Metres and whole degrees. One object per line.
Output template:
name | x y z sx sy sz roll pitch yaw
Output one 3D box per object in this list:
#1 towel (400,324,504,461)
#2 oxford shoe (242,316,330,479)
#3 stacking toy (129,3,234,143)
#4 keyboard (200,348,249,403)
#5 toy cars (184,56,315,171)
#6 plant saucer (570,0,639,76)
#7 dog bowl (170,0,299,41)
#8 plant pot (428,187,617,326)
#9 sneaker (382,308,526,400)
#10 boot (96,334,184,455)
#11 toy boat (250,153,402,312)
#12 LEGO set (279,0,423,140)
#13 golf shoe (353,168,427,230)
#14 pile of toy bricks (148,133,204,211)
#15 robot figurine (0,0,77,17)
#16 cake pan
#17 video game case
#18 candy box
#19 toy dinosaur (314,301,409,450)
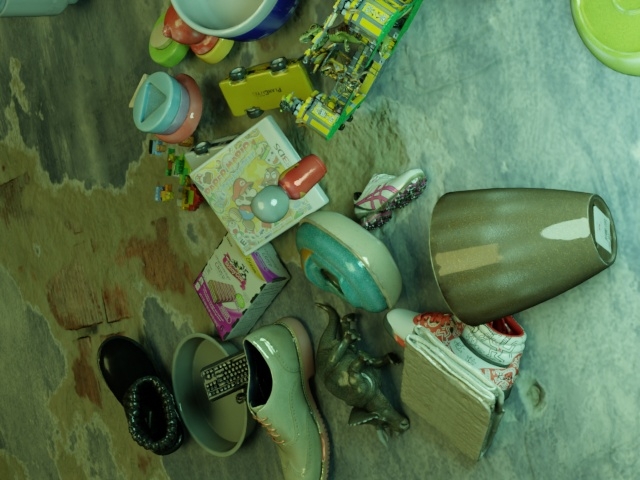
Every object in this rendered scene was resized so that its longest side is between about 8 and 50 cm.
towel | 0.215 0.258 1.687 0.187 0.049 0.282 39 157 21
oxford shoe | -0.086 0.365 2.088 0.140 0.146 0.397 -10 92 49
stacking toy | -0.340 -0.378 2.136 0.279 0.130 0.309 27 97 46
keyboard | -0.172 0.296 2.197 0.180 0.023 0.108 -26 77 16
toy cars | -0.137 -0.245 2.036 0.176 0.087 0.394 31 132 -4
plant saucer | 0.439 -0.347 1.395 0.241 0.037 0.241 15 110 47
dog bowl | -0.162 -0.516 1.926 0.265 0.104 0.265 1 91 30
plant pot | 0.317 0.006 1.520 0.230 0.215 0.215 -14 89 34
sneaker | 0.231 0.146 1.718 0.270 0.090 0.145 34 122 35
boot | -0.439 0.356 2.422 0.348 0.131 0.260 53 170 14
toy boat | 0.000 0.000 1.810 0.267 0.148 0.318 30 158 55
LEGO set | 0.021 -0.353 1.701 0.192 0.255 0.331 35 141 6
golf shoe | 0.116 -0.088 1.805 0.186 0.067 0.086 -38 69 47
pile of toy bricks | -0.303 -0.170 2.222 0.105 0.118 0.212 10 97 45
robot figurine | -0.738 -0.639 2.422 0.300 0.353 0.200 -38 71 48
cake pan | -0.242 0.352 2.335 0.293 0.054 0.293 15 110 46
video game case | -0.125 -0.106 2.011 0.227 0.026 0.206 -32 94 30
candy box | -0.175 0.088 2.179 0.159 0.071 0.233 58 135 22
toy dinosaur | 0.048 0.243 1.928 0.313 0.121 0.160 45 116 27
